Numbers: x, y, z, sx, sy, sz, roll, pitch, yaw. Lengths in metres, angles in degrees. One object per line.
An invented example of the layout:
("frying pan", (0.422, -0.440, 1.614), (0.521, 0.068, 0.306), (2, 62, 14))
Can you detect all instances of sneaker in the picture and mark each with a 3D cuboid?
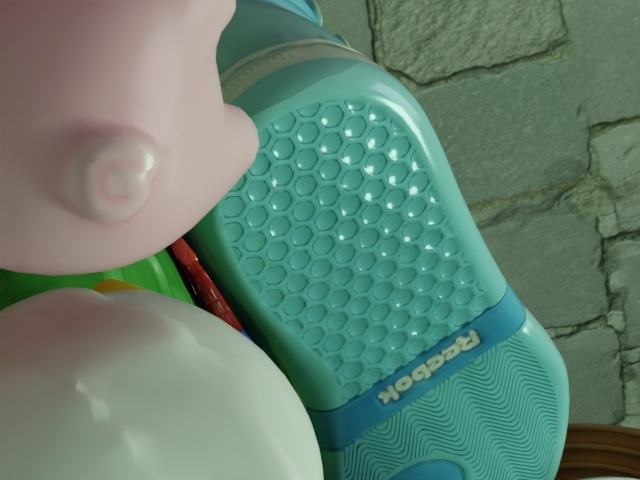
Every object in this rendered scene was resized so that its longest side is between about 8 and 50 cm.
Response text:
("sneaker", (0.000, 0.000, 0.891), (0.208, 0.127, 0.319), (52, -13, 47))

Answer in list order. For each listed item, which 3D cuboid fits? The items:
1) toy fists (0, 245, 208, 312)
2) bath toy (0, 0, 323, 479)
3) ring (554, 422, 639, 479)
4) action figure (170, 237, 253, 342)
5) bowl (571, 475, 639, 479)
("toy fists", (-0.079, 0.061, 0.751), (0.142, 0.096, 0.279), (60, -4, 18))
("bath toy", (-0.097, -0.038, 0.445), (0.129, 0.151, 0.348), (-41, 130, -44))
("ring", (0.127, 0.255, 0.932), (0.032, 0.337, 0.336), (1, 71, -49))
("action figure", (-0.041, 0.137, 0.912), (0.280, 0.091, 0.139), (60, 23, 2))
("bowl", (0.041, 0.238, 0.787), (0.163, 0.311, 0.311), (5, -63, 44))
